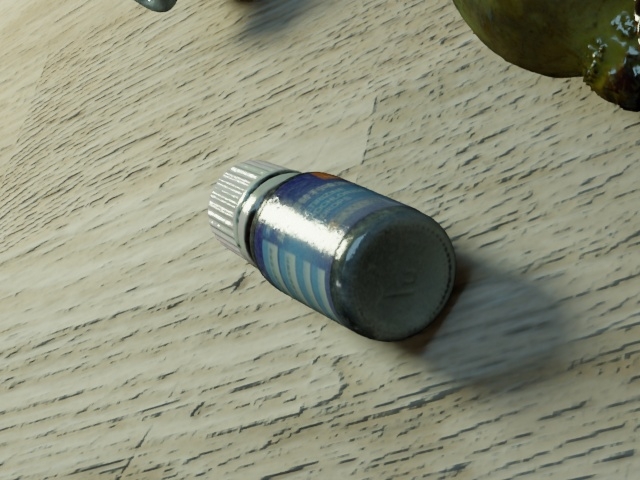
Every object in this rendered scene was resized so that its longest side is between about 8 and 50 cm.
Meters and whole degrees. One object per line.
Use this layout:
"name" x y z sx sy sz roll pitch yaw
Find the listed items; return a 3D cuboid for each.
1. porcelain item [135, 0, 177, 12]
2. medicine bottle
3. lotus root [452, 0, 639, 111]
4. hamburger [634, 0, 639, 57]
"porcelain item" -0.076 -0.304 1.432 0.141 0.141 0.259 11 61 55
"medicine bottle" 0.000 0.000 1.086 0.083 0.083 0.203 -57 31 -6
"lotus root" 0.148 -0.203 1.029 0.173 0.173 0.309 -37 42 25
"hamburger" 0.243 -0.111 0.844 0.191 0.118 0.182 -2 55 48
